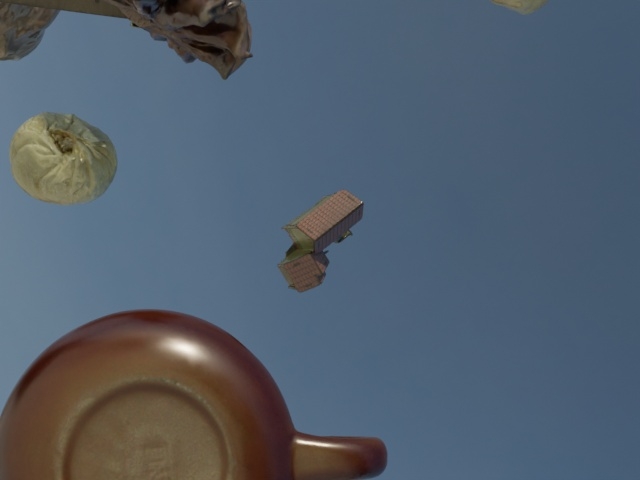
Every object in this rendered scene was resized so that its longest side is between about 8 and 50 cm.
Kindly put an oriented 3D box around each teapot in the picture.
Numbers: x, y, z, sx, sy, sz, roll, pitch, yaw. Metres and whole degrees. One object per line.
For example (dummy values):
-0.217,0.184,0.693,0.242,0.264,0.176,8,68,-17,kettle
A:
-0.085,0.131,0.640,0.135,0.252,0.178,164,-74,-80,teapot

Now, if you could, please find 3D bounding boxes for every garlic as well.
-0.425,-0.271,1.286,0.218,0.218,0.212,-16,-112,46,garlic

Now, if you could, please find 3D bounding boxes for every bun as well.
-0.414,-0.138,1.667,0.188,0.164,0.111,51,-32,37,bun

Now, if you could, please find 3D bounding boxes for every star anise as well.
-0.133,-0.225,0.870,0.214,0.099,0.220,47,-7,-30,star anise

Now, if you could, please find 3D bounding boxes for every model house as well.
0.000,0.000,0.911,0.057,0.083,0.058,59,-24,-15,model house

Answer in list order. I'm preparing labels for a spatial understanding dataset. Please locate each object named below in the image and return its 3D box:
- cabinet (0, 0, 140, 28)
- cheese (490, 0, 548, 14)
-0.238,-0.313,1.136,0.175,0.215,0.148,-119,-144,-75,cabinet
0.218,-0.411,1.399,0.263,0.159,0.093,47,-49,15,cheese
